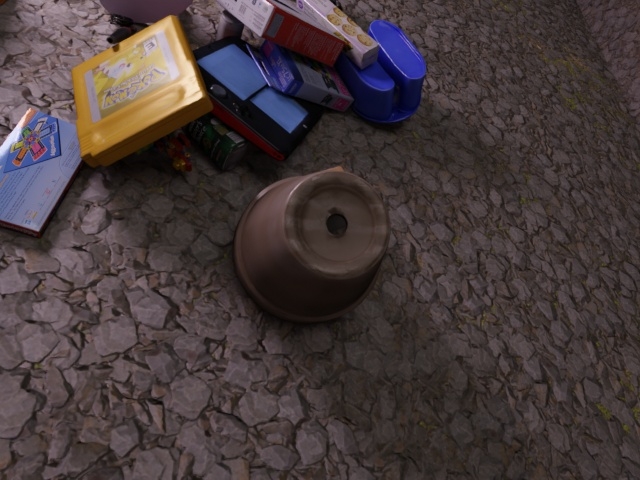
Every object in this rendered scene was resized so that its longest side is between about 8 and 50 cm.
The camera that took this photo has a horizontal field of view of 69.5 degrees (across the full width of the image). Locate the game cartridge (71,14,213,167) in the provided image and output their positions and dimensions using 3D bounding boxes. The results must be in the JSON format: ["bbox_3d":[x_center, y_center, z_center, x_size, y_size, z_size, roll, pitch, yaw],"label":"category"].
[{"bbox_3d":[-0.398,-0.329,0.997,0.285,0.052,0.323,-27,56,3],"label":"game cartridge"}]

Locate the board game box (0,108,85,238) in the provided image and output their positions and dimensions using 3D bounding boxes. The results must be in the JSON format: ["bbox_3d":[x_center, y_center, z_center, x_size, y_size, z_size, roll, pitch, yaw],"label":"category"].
[{"bbox_3d":[-0.577,-0.143,0.931,0.145,0.027,0.281,20,52,-16],"label":"board game box"}]

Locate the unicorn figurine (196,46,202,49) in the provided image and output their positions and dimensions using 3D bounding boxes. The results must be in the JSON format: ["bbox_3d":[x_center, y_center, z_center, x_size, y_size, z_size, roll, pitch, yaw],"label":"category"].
[{"bbox_3d":[-0.356,-0.490,1.262,0.162,0.060,0.111,13,62,-2],"label":"unicorn figurine"}]

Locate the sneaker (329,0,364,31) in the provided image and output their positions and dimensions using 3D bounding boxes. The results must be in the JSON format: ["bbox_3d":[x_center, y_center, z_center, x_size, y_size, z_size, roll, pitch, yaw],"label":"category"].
[{"bbox_3d":[0.052,-0.734,1.565,0.294,0.146,0.102,0,58,-26],"label":"sneaker"}]

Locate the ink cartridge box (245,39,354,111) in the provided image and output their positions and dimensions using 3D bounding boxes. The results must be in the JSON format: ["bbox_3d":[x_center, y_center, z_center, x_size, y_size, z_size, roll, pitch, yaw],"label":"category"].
[{"bbox_3d":[-0.052,-0.489,1.350,0.311,0.065,0.185,-1,57,-45],"label":"ink cartridge box"}]

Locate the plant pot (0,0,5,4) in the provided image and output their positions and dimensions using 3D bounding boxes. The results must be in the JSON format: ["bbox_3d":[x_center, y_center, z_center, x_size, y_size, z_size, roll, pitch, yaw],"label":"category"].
[{"bbox_3d":[-0.879,-0.692,1.037,0.291,0.203,0.290,13,54,-18],"label":"plant pot"}]

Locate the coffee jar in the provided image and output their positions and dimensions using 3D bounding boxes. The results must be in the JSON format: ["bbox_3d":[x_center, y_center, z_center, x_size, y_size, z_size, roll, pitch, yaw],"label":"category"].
[{"bbox_3d":[-0.266,-0.264,1.124,0.184,0.096,0.079,46,48,9],"label":"coffee jar"}]

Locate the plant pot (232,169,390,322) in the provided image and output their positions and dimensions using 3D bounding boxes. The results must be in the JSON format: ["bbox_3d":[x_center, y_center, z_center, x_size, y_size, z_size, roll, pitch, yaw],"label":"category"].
[{"bbox_3d":[0.000,0.000,0.896,0.323,0.280,0.323,3,79,-13],"label":"plant pot"}]

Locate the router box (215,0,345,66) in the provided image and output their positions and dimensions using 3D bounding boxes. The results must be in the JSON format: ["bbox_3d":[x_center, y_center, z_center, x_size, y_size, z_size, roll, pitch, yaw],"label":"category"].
[{"bbox_3d":[-0.138,-0.646,1.318,0.335,0.082,0.301,46,29,26],"label":"router box"}]

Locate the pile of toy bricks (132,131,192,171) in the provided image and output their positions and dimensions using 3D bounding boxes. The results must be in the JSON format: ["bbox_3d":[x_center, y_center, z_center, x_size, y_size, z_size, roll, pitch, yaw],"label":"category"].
[{"bbox_3d":[-0.389,-0.232,1.035,0.105,0.118,0.212,-40,80,-23],"label":"pile of toy bricks"}]

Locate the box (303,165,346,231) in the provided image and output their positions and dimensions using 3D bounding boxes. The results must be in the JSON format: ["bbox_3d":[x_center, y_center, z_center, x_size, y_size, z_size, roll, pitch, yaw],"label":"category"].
[{"bbox_3d":[0.004,-0.093,1.146,0.171,0.091,0.130,-22,71,-36],"label":"box"}]

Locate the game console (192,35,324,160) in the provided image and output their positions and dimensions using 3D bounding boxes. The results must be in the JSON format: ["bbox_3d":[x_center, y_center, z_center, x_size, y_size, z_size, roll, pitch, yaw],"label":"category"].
[{"bbox_3d":[-0.168,-0.389,1.212,0.342,0.060,0.386,35,36,-6],"label":"game console"}]

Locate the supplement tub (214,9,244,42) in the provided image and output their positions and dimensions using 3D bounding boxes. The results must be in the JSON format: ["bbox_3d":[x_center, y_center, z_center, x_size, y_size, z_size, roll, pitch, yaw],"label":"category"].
[{"bbox_3d":[-0.265,-0.606,1.346,0.071,0.107,0.071,13,54,-19],"label":"supplement tub"}]

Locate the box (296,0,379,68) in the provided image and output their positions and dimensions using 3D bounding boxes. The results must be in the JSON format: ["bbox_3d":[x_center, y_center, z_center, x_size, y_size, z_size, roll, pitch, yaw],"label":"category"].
[{"bbox_3d":[0.048,-0.647,1.396,0.067,0.063,0.324,-34,70,-17],"label":"box"}]

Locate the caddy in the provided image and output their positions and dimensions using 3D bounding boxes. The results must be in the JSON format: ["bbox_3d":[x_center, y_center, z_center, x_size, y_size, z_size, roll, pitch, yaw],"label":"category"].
[{"bbox_3d":[0.182,-0.530,1.479,0.241,0.179,0.341,-24,68,-12],"label":"caddy"}]

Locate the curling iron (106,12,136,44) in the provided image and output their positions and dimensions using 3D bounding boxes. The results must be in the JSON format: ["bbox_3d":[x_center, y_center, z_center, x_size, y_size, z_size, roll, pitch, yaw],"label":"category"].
[{"bbox_3d":[-0.505,-0.522,1.156,0.068,0.035,0.274,13,30,-24],"label":"curling iron"}]

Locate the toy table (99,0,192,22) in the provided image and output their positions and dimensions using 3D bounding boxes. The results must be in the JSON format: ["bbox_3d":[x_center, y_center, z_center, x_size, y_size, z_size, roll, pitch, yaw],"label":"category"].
[{"bbox_3d":[-0.458,-0.723,1.257,0.275,0.252,0.160,-2,54,2],"label":"toy table"}]
